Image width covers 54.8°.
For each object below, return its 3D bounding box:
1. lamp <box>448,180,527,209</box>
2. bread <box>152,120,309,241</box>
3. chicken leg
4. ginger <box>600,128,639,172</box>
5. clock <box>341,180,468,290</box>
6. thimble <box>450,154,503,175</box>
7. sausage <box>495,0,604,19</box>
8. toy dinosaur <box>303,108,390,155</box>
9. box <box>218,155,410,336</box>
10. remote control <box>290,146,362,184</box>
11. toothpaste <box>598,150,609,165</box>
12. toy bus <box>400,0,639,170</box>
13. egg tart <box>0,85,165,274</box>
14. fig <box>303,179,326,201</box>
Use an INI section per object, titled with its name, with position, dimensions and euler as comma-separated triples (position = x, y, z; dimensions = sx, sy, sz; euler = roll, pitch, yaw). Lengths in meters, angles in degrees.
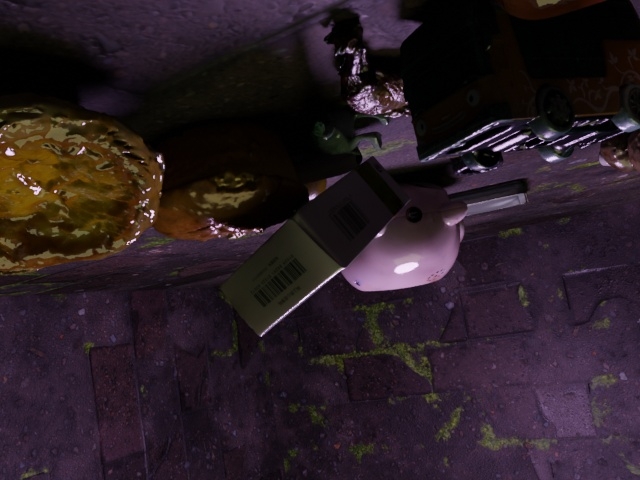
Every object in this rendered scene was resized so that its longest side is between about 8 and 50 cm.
[lamp]
position = 0.484, -0.114, 1.861
dimensions = 0.269, 0.047, 0.266
euler = -12, 171, 19
[bread]
position = -0.155, -0.083, 0.964
dimensions = 0.268, 0.146, 0.268
euler = -11, 169, -2
[chicken leg]
position = 0.072, -0.198, 0.756
dimensions = 0.106, 0.051, 0.253
euler = -22, 166, 32
[ginger]
position = 0.722, -0.201, 1.214
dimensions = 0.304, 0.155, 0.244
euler = -3, -179, 14
[clock]
position = 0.195, -0.005, 1.546
dimensions = 0.368, 0.251, 0.377
euler = -9, 173, -6
[thimble]
position = 0.303, -0.165, 1.205
dimensions = 0.095, 0.066, 0.104
euler = -16, 171, 27
[sausage]
position = 0.249, -0.246, 0.537
dimensions = 0.194, 0.077, 0.077
euler = -14, 171, 19
[toy dinosaur]
position = 0.047, -0.157, 0.856
dimensions = 0.129, 0.076, 0.383
euler = -11, -179, -4
[box]
position = 0.000, 0.000, 0.980
dimensions = 0.200, 0.106, 0.299
euler = -41, 179, 34
[remote control]
position = -0.034, -0.128, 1.089
dimensions = 0.221, 0.042, 0.078
euler = -13, -152, 20
[toothpaste]
position = 0.729, -0.189, 1.395
dimensions = 0.071, 0.045, 0.193
euler = -46, -153, -14
[toy bus]
position = 0.232, -0.177, 0.683
dimensions = 0.275, 0.167, 0.138
euler = -10, 174, -28
[egg tart]
position = -0.347, -0.077, 0.717
dimensions = 0.341, 0.129, 0.341
euler = -12, 155, -5
[fig]
position = -0.022, -0.116, 1.164
dimensions = 0.074, 0.074, 0.088
euler = -6, 148, -22
